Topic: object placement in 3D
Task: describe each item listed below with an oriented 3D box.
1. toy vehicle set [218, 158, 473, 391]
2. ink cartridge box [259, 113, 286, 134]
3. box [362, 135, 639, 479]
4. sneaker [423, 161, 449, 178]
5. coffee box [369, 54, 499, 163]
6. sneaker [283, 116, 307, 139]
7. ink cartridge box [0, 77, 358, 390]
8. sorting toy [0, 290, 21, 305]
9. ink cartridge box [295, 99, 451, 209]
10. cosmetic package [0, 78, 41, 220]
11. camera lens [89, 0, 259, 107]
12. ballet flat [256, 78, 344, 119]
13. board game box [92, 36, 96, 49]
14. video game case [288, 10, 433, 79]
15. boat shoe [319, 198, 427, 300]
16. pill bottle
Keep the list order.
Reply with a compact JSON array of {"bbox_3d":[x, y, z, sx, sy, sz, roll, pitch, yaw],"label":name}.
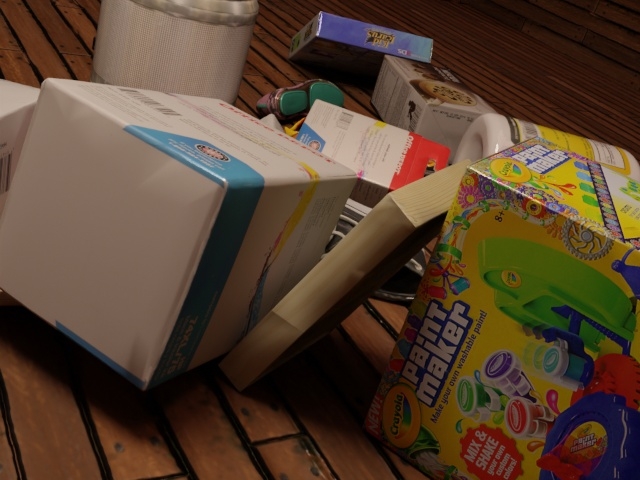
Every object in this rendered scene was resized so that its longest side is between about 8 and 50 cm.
[{"bbox_3d":[0.031,0.034,0.717,0.035,0.267,0.166,51,34,10],"label":"toy vehicle set"},{"bbox_3d":[-0.098,-0.104,1.055,0.109,0.063,0.150,-26,28,11],"label":"ink cartridge box"},{"bbox_3d":[0.232,0.104,0.674,0.279,0.290,0.177,30,30,24],"label":"box"},{"bbox_3d":[0.127,-0.140,1.294,0.214,0.083,0.084,25,29,17],"label":"sneaker"},{"bbox_3d":[0.229,-0.271,1.561,0.168,0.119,0.297,8,28,-17],"label":"coffee box"},{"bbox_3d":[-0.011,-0.183,1.309,0.064,0.067,0.175,24,26,16],"label":"sneaker"},{"bbox_3d":[-0.129,-0.020,0.731,0.198,0.197,0.270,30,17,19],"label":"ink cartridge box"},{"bbox_3d":[-0.352,0.017,0.767,0.193,0.038,0.208,2,26,-28],"label":"sorting toy"},{"bbox_3d":[0.074,-0.119,1.179,0.231,0.078,0.134,21,53,4],"label":"ink cartridge box"},{"bbox_3d":[-0.422,-0.089,0.736,0.224,0.138,0.224,17,24,2],"label":"cosmetic package"},{"bbox_3d":[-0.222,-0.272,1.117,0.219,0.274,0.219,14,27,-8],"label":"camera lens"},{"bbox_3d":[-0.044,-0.275,1.467,0.079,0.077,0.221,12,20,34],"label":"ballet flat"},{"bbox_3d":[-0.342,-0.350,1.465,0.126,0.026,0.186,-11,39,-44],"label":"board game box"},{"bbox_3d":[0.086,-0.441,1.738,0.269,0.061,0.244,9,-1,-17],"label":"video game case"},{"bbox_3d":[-0.002,0.003,0.922,0.306,0.113,0.105,24,29,-23],"label":"boat shoe"},{"bbox_3d":[0.392,-0.079,1.226,0.333,0.188,0.188,14,27,-9],"label":"pill bottle"}]
